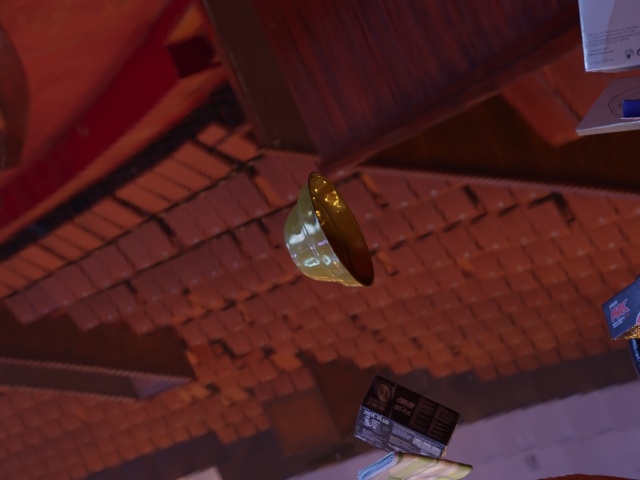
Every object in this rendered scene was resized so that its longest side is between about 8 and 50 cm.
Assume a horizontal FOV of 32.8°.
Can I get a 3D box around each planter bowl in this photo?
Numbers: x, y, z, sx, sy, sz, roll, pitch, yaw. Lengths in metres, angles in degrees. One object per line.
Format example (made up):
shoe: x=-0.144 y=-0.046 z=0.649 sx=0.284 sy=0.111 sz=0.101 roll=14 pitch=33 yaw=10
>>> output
planter bowl: x=0.000 y=0.000 z=1.830 sx=0.090 sy=0.217 sz=0.217 roll=-28 pitch=180 yaw=17

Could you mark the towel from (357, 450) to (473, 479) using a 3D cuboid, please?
towel: x=0.149 y=0.369 z=1.714 sx=0.152 sy=0.023 sz=0.113 roll=16 pitch=144 yaw=-27

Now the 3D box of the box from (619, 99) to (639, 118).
box: x=0.583 y=-0.215 z=1.790 sx=0.136 sy=0.036 sz=0.225 roll=1 pitch=-174 yaw=28

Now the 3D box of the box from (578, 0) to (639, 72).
box: x=0.505 y=-0.441 z=1.802 sx=0.121 sy=0.311 sz=0.148 roll=-4 pitch=-174 yaw=37

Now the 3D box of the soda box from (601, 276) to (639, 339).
soda box: x=0.460 y=0.080 z=1.493 sx=0.053 sy=0.060 sz=0.169 roll=0 pitch=153 yaw=-22

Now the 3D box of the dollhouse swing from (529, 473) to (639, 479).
dollhouse swing: x=0.411 y=0.168 z=1.056 sx=0.305 sy=0.315 sz=0.347 roll=20 pitch=-179 yaw=29

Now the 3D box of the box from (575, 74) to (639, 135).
box: x=0.597 y=-0.260 z=2.030 sx=0.201 sy=0.021 sz=0.164 roll=-1 pitch=-140 yaw=52

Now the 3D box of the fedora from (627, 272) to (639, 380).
fedora: x=0.698 y=0.176 z=1.928 sx=0.152 sy=0.334 sz=0.334 roll=-6 pitch=173 yaw=-28

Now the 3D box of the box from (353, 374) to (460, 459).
box: x=0.165 y=0.357 z=2.101 sx=0.077 sy=0.180 sz=0.147 roll=-59 pitch=166 yaw=-31
